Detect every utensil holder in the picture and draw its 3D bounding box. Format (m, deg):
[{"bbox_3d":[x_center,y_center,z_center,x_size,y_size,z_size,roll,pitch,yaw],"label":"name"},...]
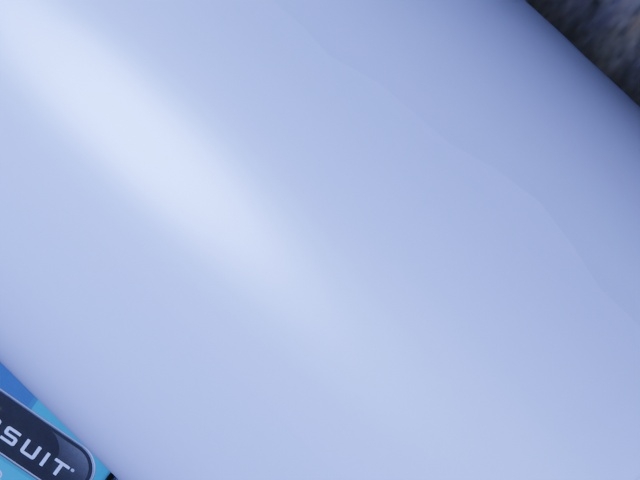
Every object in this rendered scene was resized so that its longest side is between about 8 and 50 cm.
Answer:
[{"bbox_3d":[0.000,0.000,0.630,0.385,0.327,0.327,43,105,1],"label":"utensil holder"}]

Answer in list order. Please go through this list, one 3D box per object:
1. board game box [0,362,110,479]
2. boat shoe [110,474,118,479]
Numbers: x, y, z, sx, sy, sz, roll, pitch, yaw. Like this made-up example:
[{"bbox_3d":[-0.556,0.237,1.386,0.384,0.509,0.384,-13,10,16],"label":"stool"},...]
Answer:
[{"bbox_3d":[-0.320,0.178,0.920,0.254,0.079,0.336,36,106,-4],"label":"board game box"},{"bbox_3d":[-0.085,0.234,0.923,0.183,0.065,0.083,30,118,-3],"label":"boat shoe"}]
